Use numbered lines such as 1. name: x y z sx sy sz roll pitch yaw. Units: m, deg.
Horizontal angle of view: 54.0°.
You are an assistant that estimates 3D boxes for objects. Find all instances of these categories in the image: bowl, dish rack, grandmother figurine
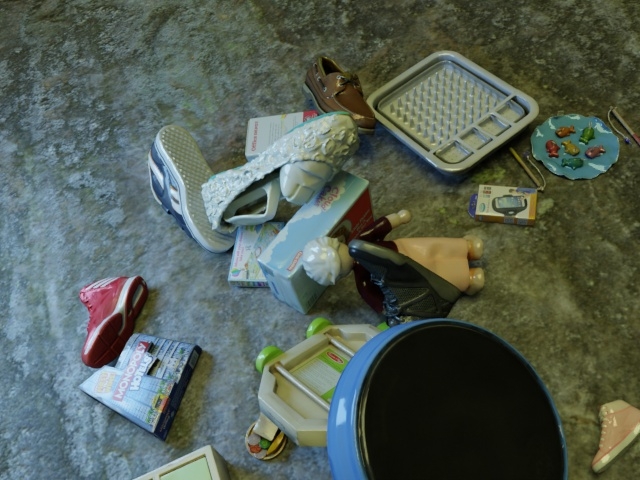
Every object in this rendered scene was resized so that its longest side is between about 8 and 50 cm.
1. bowl: 0.203 0.302 0.954 0.390 0.077 0.391 9 62 -17
2. dish rack: 0.300 -0.292 1.467 0.285 0.072 0.333 -36 56 -12
3. grandmother figurine: 0.133 0.047 1.176 0.342 0.104 0.208 4 69 -14

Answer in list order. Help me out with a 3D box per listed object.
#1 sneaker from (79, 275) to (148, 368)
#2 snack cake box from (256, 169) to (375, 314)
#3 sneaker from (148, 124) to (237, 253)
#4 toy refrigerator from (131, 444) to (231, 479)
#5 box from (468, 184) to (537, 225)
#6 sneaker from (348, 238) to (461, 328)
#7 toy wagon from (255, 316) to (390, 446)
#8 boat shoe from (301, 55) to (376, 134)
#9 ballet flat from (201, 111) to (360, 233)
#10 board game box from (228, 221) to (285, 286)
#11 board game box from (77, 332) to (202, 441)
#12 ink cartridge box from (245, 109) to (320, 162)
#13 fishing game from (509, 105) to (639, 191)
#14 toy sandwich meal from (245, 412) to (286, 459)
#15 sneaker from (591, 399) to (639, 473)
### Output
1. sneaker: -0.463 0.168 1.323 0.128 0.087 0.221 1 43 23
2. snack cake box: 0.000 0.000 1.280 0.089 0.152 0.264 28 65 28
3. sneaker: -0.296 -0.099 1.444 0.126 0.127 0.321 -14 72 -40
4. toy refrigerator: -0.286 0.457 1.061 0.269 0.094 0.102 -23 54 -5
5. box: 0.383 -0.076 1.325 0.136 0.028 0.081 7 58 15
6. sneaker: 0.128 0.090 1.082 0.130 0.227 0.087 -60 23 -6
7. toy wagon: 0.063 0.229 1.113 0.344 0.068 0.267 -26 36 -32
8. boat shoe: 0.043 -0.352 1.493 0.110 0.105 0.307 2 32 -34
9. ballet flat: -0.080 -0.112 1.262 0.408 0.147 0.147 -23 47 36
10. board game box: -0.136 0.028 1.362 0.103 0.026 0.154 1 56 7
11. board game box: -0.360 0.270 1.229 0.194 0.060 0.194 8 58 17
12. ink cartridge box: -0.084 -0.237 1.512 0.175 0.072 0.128 -5 55 9
13. fishing game: 0.558 -0.216 1.376 0.264 0.041 0.189 -19 56 -1
14. toy sandwich meal: -0.098 0.351 1.132 0.085 0.029 0.086 -6 55 8
15. sneaker: 0.468 0.313 1.021 0.134 0.051 0.070 -36 54 -17
